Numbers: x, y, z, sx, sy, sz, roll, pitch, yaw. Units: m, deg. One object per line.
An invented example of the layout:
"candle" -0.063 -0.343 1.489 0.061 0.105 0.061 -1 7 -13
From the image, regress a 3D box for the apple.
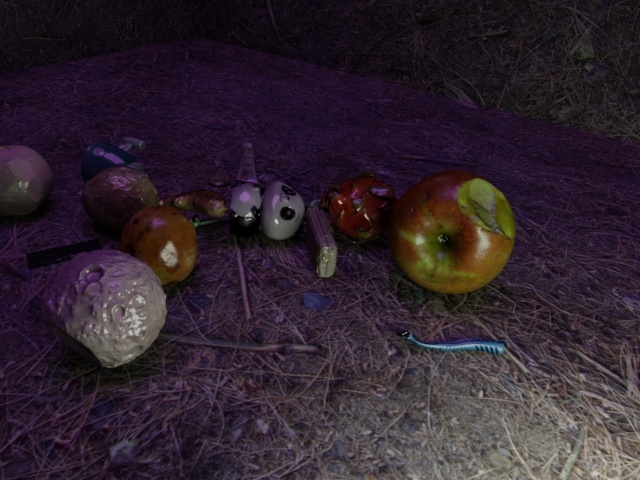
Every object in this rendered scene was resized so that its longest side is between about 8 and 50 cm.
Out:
"apple" 0.357 -0.027 1.504 0.339 0.339 0.339 3 32 -2

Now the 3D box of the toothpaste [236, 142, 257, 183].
"toothpaste" -0.282 -0.295 2.138 0.056 0.058 0.314 40 23 -28

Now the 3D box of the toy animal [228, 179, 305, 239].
"toy animal" -0.164 -0.091 1.704 0.235 0.165 0.187 3 60 1

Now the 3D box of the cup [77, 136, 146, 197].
"cup" -0.701 -0.239 1.907 0.173 0.167 0.299 21 61 10

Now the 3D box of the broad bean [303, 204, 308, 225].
"broad bean" -0.099 -0.119 1.880 0.069 0.039 0.227 -27 43 -31

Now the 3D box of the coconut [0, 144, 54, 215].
"coconut" -0.963 -0.182 1.732 0.224 0.224 0.234 4 19 1

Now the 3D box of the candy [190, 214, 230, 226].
"candy" -0.390 -0.048 1.723 0.288 0.078 0.084 -12 31 -37

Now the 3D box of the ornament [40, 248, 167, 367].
"ornament" -0.462 0.141 1.212 0.259 0.259 0.225 20 57 24

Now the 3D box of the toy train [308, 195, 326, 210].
"toy train" 0.055 -0.144 1.925 0.051 0.052 0.234 33 42 32

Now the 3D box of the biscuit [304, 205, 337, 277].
"biscuit" 0.000 0.000 1.630 0.062 0.108 0.239 -1 32 -12

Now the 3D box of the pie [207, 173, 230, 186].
"pie" -0.375 -0.221 2.037 0.085 0.017 0.085 3 33 -2

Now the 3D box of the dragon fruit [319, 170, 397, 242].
"dragon fruit" 0.127 -0.103 1.716 0.227 0.224 0.224 -15 36 -29

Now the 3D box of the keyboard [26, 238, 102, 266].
"keyboard" -0.733 0.036 1.588 0.196 0.015 0.074 -14 32 -27

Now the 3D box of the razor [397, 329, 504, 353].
"razor" 0.313 0.246 1.330 0.253 0.042 0.082 5 -9 0

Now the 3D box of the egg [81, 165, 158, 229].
"egg" -0.613 -0.127 1.691 0.245 0.203 0.203 -3 28 23

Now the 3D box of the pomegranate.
"pomegranate" -0.423 0.016 1.479 0.215 0.215 0.215 3 32 -2

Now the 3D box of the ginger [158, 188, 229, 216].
"ginger" -0.397 -0.117 1.726 0.334 0.081 0.148 4 25 30
